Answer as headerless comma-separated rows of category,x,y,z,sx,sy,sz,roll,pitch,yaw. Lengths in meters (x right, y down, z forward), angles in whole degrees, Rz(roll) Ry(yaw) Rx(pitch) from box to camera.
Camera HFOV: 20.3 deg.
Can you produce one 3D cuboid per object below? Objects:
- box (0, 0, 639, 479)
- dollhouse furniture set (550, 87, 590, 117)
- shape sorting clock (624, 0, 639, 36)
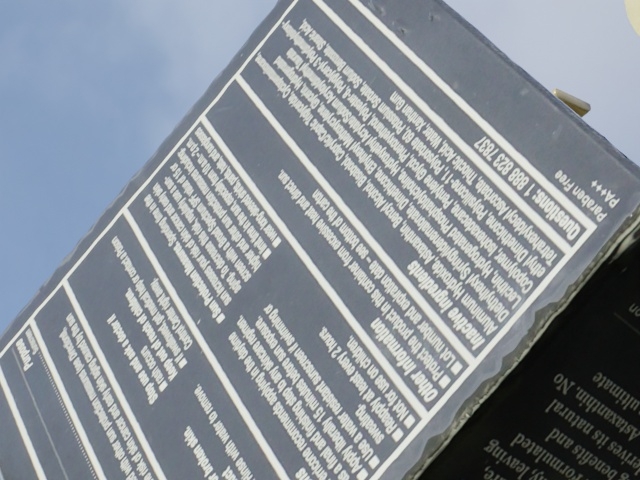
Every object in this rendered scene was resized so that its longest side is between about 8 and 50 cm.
box,0.026,0.065,0.777,0.182,0.296,0.294,36,-80,-35
dollhouse furniture set,0.110,-0.038,1.597,0.242,0.212,0.161,21,-39,-25
shape sorting clock,0.330,-0.242,1.448,0.206,0.206,0.040,-27,-44,35
